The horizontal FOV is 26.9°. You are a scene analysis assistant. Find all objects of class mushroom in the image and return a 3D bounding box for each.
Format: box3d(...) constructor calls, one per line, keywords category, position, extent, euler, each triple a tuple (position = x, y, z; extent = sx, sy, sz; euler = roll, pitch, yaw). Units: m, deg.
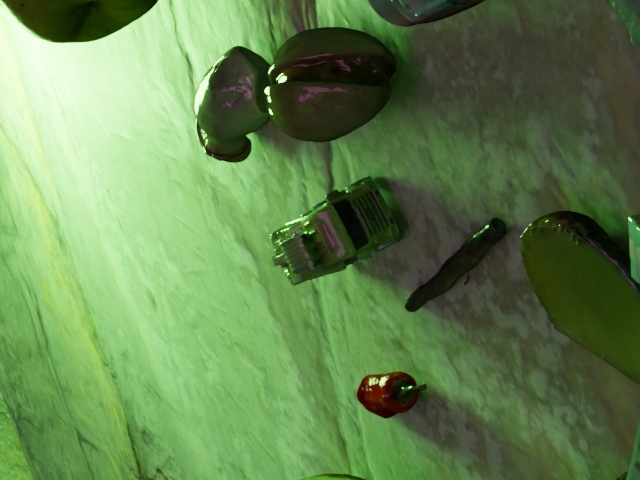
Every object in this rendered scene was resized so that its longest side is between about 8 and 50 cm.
box3d(category="mushroom", position=(-0.104, -0.164, 1.615), extent=(0.097, 0.088, 0.212), euler=(29, 154, -2))

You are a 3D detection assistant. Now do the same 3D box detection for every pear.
box3d(category="pear", position=(-0.298, -0.386, 1.583), extent=(0.294, 0.294, 0.294), euler=(39, 142, 39))

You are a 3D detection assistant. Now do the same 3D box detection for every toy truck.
box3d(category="toy truck", position=(0.000, 0.000, 1.534), extent=(0.085, 0.116, 0.191), euler=(63, 152, 0))

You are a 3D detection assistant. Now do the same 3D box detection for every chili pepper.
box3d(category="chili pepper", position=(0.079, 0.185, 1.613), extent=(0.059, 0.050, 0.191), euler=(48, 159, -3))

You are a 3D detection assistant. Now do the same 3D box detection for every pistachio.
box3d(category="pistachio", position=(0.010, -0.163, 1.403), extent=(0.185, 0.124, 0.124), euler=(0, 111, 53))

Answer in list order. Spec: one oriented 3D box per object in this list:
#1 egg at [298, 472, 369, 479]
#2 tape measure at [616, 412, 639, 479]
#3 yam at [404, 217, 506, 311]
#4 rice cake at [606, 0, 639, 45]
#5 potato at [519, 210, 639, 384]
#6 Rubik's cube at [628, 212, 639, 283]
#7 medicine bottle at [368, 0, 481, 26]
box3d(category="egg", position=(0.014, 0.417, 1.710), extent=(0.238, 0.238, 0.289), euler=(66, 164, -2))
box3d(category="tape measure", position=(0.358, 0.189, 1.078), extent=(0.246, 0.125, 0.243), euler=(44, 152, 38))
box3d(category="yam", position=(0.141, 0.034, 1.423), extent=(0.234, 0.029, 0.027), euler=(129, 140, -60))
box3d(category="rice cake", position=(0.275, -0.191, 1.006), extent=(0.237, 0.043, 0.127), euler=(54, 151, 21))
box3d(category="potato", position=(0.264, 0.053, 1.204), extent=(0.198, 0.054, 0.119), euler=(46, 142, 23))
box3d(category="Rubik's cube", position=(0.297, 0.007, 1.098), extent=(0.084, 0.073, 0.075), euler=(-109, 9, -49))
box3d(category="medicine bottle", position=(0.115, -0.247, 1.149), extent=(0.188, 0.119, 0.094), euler=(-16, 97, 61))
